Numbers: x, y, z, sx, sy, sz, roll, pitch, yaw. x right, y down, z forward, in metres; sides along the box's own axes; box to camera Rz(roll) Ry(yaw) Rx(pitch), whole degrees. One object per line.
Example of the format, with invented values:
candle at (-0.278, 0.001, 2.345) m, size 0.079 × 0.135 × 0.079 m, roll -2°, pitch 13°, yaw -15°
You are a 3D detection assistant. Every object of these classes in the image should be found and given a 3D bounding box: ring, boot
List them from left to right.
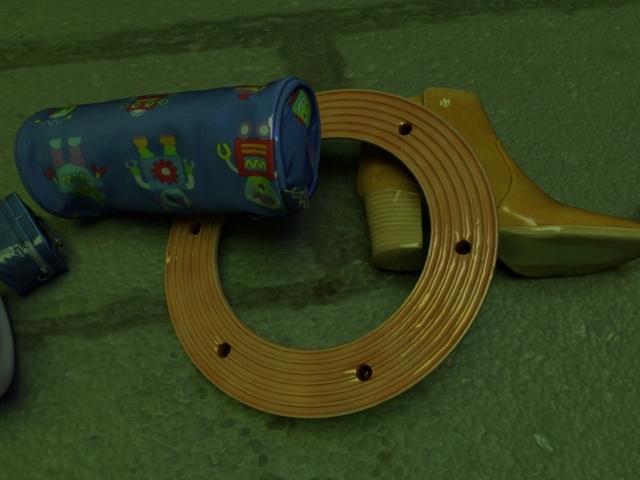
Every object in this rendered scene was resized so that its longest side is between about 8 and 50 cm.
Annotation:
ring at (0.000, 0.000, 0.552) m, size 0.337 × 0.032 × 0.336 m, roll -8°, pitch 67°, yaw 18°
boot at (0.187, -0.073, 0.602) m, size 0.295 × 0.104 × 0.211 m, roll 0°, pitch 61°, yaw 4°

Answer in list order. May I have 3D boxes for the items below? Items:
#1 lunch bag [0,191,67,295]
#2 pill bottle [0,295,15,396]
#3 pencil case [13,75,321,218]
lunch bag at (-0.305, 0.003, 0.575) m, size 0.065 × 0.067 × 0.098 m, roll -36°, pitch 67°, yaw -18°
pill bottle at (-0.417, 0.104, 0.463) m, size 0.265 × 0.153 × 0.153 m, roll -18°, pitch 63°, yaw -14°
pencil case at (-0.142, -0.080, 0.554) m, size 0.306 × 0.133 × 0.119 m, roll 0°, pitch 33°, yaw 20°
